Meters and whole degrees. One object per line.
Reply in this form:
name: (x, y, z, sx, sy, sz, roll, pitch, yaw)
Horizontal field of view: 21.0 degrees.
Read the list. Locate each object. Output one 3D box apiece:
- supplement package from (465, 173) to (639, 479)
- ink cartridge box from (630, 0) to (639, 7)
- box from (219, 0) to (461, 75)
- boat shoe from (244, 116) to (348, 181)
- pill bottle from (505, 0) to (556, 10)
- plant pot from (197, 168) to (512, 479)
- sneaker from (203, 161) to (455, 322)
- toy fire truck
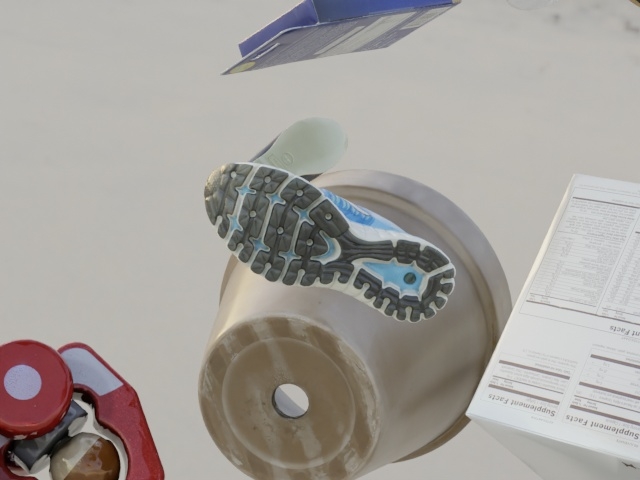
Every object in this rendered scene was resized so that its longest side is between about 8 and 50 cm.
supplement package: (0.308, 0.108, 1.628, 0.198, 0.262, 0.199, 12, -21, 42)
ink cartridge box: (0.247, -0.295, 1.226, 0.193, 0.235, 0.088, 41, -13, 32)
box: (0.015, -0.216, 1.732, 0.225, 0.036, 0.136, -16, -6, -37)
boat shoe: (-0.032, -0.057, 1.403, 0.137, 0.049, 0.043, -38, -2, -37)
pill bottle: (0.121, -0.302, 1.389, 0.136, 0.136, 0.245, -1, 47, -47)
plant pot: (0.013, 0.114, 1.773, 0.323, 0.323, 0.280, 12, 19, 15)
sneaker: (0.000, 0.000, 1.052, 0.162, 0.063, 0.073, 27, 6, -16)
toy fire truck: (-0.287, 0.260, 1.725, 0.254, 0.302, 0.169, 44, -25, 8)
